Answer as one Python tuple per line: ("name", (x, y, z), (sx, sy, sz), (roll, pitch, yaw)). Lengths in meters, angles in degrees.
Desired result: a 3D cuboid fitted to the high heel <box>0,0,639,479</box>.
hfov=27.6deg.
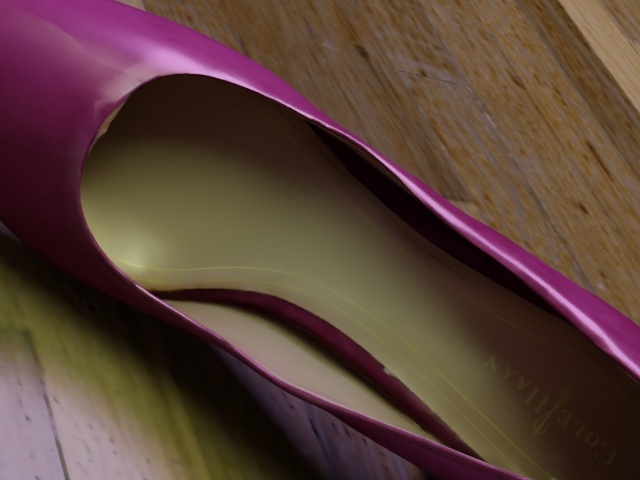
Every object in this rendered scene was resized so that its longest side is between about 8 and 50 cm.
("high heel", (0.000, 0.000, 0.510), (0.377, 0.127, 0.181), (30, -7, -11))
